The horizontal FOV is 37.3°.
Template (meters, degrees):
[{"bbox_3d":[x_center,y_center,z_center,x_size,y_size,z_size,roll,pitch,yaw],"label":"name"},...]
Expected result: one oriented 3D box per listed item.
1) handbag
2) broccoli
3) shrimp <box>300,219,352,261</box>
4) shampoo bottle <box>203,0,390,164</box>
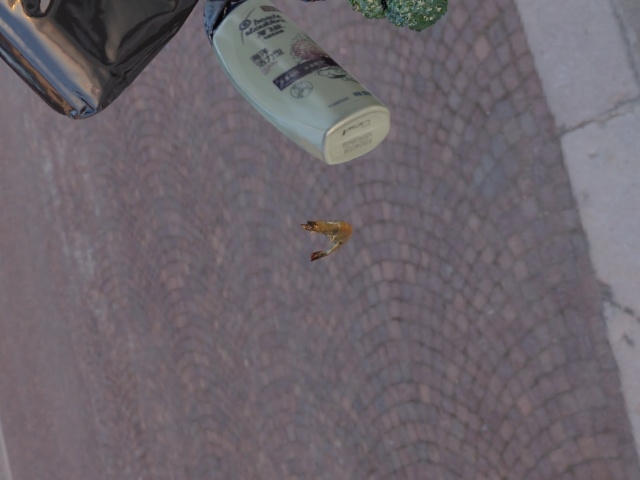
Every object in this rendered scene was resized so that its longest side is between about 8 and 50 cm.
[{"bbox_3d":[-0.343,-0.355,1.268,0.178,0.275,0.302,16,152,53],"label":"handbag"},{"bbox_3d":[0.117,-0.450,1.489,0.270,0.270,0.270,-1,99,61],"label":"broccoli"},{"bbox_3d":[0.000,0.000,1.479,0.083,0.114,0.023,-54,52,24],"label":"shrimp"},{"bbox_3d":[-0.057,-0.238,1.328,0.359,0.134,0.078,48,156,36],"label":"shampoo bottle"}]
